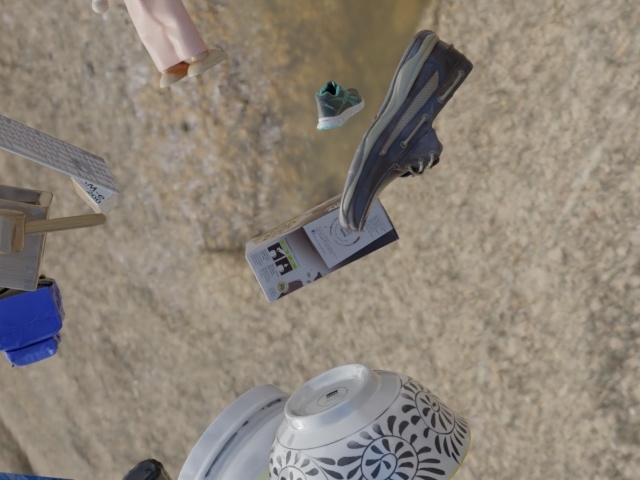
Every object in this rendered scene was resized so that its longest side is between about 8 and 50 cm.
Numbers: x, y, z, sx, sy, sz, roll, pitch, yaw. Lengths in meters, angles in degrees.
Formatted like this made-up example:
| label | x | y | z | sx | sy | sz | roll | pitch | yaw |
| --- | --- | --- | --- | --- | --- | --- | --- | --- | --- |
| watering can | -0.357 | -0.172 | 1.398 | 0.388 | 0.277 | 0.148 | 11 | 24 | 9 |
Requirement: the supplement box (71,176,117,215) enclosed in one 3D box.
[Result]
| label | x | y | z | sx | sy | sz | roll | pitch | yaw |
| --- | --- | --- | --- | --- | --- | --- | --- | --- | --- |
| supplement box | -0.345 | -0.075 | 1.606 | 0.062 | 0.036 | 0.098 | 46 | 166 | 2 |

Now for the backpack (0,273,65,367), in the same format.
| label | x | y | z | sx | sy | sz | roll | pitch | yaw |
| --- | --- | --- | --- | --- | --- | --- | --- | --- | --- |
| backpack | -0.364 | 0.096 | 1.291 | 0.120 | 0.098 | 0.101 | -147 | 46 | -75 |

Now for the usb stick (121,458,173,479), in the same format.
| label | x | y | z | sx | sy | sz | roll | pitch | yaw |
| --- | --- | --- | --- | --- | --- | --- | --- | --- | --- |
| usb stick | -0.270 | 0.446 | 1.776 | 0.045 | 0.077 | 0.278 | 43 | 161 | 29 |

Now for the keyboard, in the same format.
| label | x | y | z | sx | sy | sz | roll | pitch | yaw |
| --- | --- | --- | --- | --- | --- | --- | --- | --- | --- |
| keyboard | -0.359 | -0.119 | 1.378 | 0.014 | 0.256 | 0.072 | -46 | 59 | 13 |

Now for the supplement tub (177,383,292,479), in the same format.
| label | x | y | z | sx | sy | sz | roll | pitch | yaw |
| --- | --- | --- | --- | --- | --- | --- | --- | --- | --- |
| supplement tub | 0.011 | 0.340 | 1.241 | 0.325 | 0.235 | 0.235 | 32 | 133 | 25 |

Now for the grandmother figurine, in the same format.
| label | x | y | z | sx | sy | sz | roll | pitch | yaw |
| --- | --- | --- | --- | --- | --- | --- | --- | --- | --- |
| grandmother figurine | -0.289 | -0.419 | 1.673 | 0.207 | 0.104 | 0.342 | -17 | 110 | 22 |

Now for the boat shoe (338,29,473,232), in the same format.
| label | x | y | z | sx | sy | sz | roll | pitch | yaw |
| --- | --- | --- | --- | --- | --- | --- | --- | --- | --- |
| boat shoe | 0.141 | -0.165 | 1.718 | 0.130 | 0.132 | 0.355 | 26 | 98 | 3 |

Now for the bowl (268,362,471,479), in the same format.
| label | x | y | z | sx | sy | sz | roll | pitch | yaw |
| --- | --- | --- | --- | --- | --- | --- | --- | --- | --- |
| bowl | 0.021 | 0.147 | 0.805 | 0.170 | 0.170 | 0.080 | -4 | 118 | 57 |

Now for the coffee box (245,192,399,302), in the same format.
| label | x | y | z | sx | sy | sz | roll | pitch | yaw |
| --- | --- | --- | --- | --- | --- | --- | --- | --- | --- |
| coffee box | 0.000 | 0.000 | 2.190 | 0.119 | 0.297 | 0.168 | 63 | -178 | -10 |

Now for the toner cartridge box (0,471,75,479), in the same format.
| label | x | y | z | sx | sy | sz | roll | pitch | yaw |
| --- | --- | --- | --- | --- | --- | --- | --- | --- | --- |
| toner cartridge box | -0.417 | 0.288 | 1.045 | 0.165 | 0.348 | 0.075 | -30 | 61 | 21 |

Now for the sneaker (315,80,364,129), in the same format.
| label | x | y | z | sx | sy | sz | roll | pitch | yaw |
| --- | --- | --- | --- | --- | --- | --- | --- | --- | --- |
| sneaker | 0.035 | -0.266 | 1.960 | 0.065 | 0.166 | 0.076 | -7 | 111 | 22 |

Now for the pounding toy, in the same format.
| label | x | y | z | sx | sy | sz | roll | pitch | yaw |
| --- | --- | --- | --- | --- | --- | --- | --- | --- | --- |
| pounding toy | -0.301 | 0.006 | 0.994 | 0.206 | 0.181 | 0.094 | -141 | 61 | -75 |
